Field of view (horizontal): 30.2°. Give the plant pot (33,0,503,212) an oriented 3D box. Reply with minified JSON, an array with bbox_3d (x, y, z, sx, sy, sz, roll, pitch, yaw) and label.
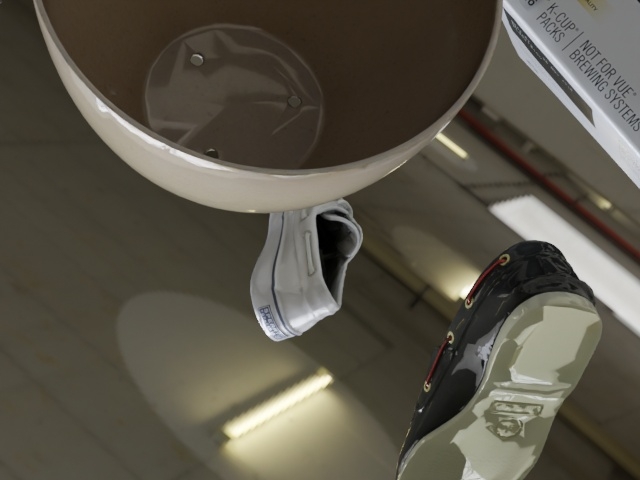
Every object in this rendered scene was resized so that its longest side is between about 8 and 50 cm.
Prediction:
[{"bbox_3d":[-0.045,-0.131,0.781,0.284,0.284,0.191,39,155,6],"label":"plant pot"}]

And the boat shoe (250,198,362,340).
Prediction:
[{"bbox_3d":[0.000,0.000,1.152,0.095,0.084,0.258,59,-157,-32],"label":"boat shoe"}]

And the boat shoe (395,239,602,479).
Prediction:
[{"bbox_3d":[0.063,0.059,0.456,0.048,0.133,0.042,12,-144,-18],"label":"boat shoe"}]

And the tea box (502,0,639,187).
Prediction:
[{"bbox_3d":[0.371,-0.168,0.964,0.329,0.323,0.220,54,-170,15],"label":"tea box"}]
